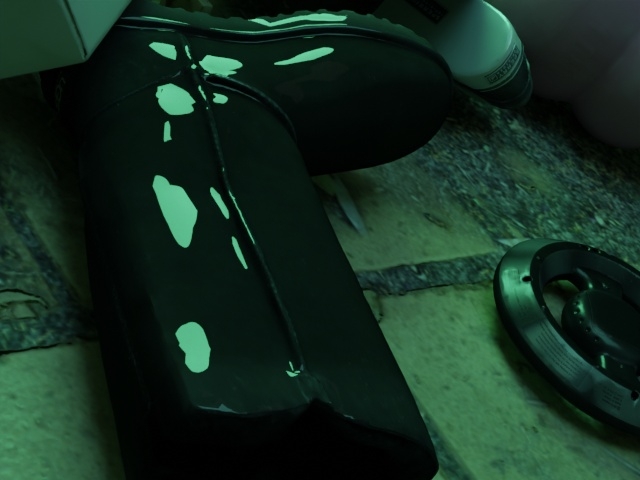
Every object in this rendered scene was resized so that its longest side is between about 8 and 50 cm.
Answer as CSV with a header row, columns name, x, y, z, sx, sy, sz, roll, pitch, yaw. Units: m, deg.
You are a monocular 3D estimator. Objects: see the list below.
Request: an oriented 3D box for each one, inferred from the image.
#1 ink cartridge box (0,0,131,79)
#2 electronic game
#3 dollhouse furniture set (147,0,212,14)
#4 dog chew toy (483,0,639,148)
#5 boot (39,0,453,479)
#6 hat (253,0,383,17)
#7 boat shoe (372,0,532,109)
name,x,y,z,sx,sy,sz,roll,pitch,yaw
ink cartridge box,-0.244,-0.229,1.197,0.289,0.211,0.121,-69,145,-56
electronic game,0.252,0.084,1.368,0.229,0.048,0.229,23,34,-17
dollhouse furniture set,-0.169,-0.262,1.365,0.123,0.151,0.144,-8,49,-45
dog chew toy,0.332,-0.194,1.669,0.332,0.206,0.206,42,33,-2
boot,-0.002,0.000,1.159,0.367,0.146,0.445,0,38,-22
hat,-0.005,-0.283,1.517,0.331,0.134,0.331,23,29,-14
boat shoe,0.118,-0.238,1.632,0.301,0.108,0.102,45,1,38
